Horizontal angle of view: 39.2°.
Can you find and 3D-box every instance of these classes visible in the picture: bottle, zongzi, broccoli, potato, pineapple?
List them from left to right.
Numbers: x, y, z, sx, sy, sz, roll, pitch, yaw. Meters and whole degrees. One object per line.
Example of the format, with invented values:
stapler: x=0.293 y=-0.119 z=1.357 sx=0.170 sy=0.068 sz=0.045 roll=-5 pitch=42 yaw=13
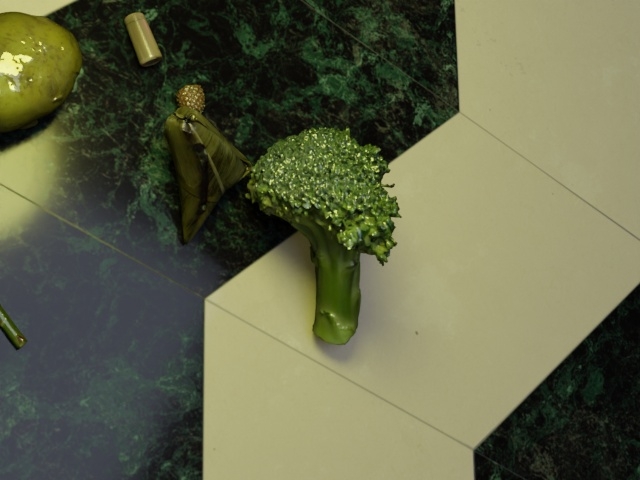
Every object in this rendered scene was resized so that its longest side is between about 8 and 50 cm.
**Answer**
potato: x=-0.526 y=-0.286 z=1.532 sx=0.197 sy=0.148 sz=0.228 roll=24 pitch=69 yaw=-7
bottle: x=-0.336 y=-0.381 z=1.701 sx=0.045 sy=0.045 sz=0.096 roll=-20 pitch=88 yaw=-28
zongzi: x=-0.247 y=-0.122 z=1.634 sx=0.204 sy=0.094 sz=0.205 roll=-57 pitch=142 yaw=-10
pineapple: x=-0.237 y=-0.232 z=1.714 sx=0.058 sy=0.058 sz=0.124 roll=-14 pitch=86 yaw=-28
broccoli: x=-0.003 y=-0.029 z=1.704 sx=0.275 sy=0.397 sz=0.353 roll=-5 pitch=53 yaw=0

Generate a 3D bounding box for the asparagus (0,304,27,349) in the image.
asparagus: x=-0.571 y=0.076 z=1.513 sx=0.248 sy=0.024 sz=0.025 roll=58 pitch=20 yaw=-6
